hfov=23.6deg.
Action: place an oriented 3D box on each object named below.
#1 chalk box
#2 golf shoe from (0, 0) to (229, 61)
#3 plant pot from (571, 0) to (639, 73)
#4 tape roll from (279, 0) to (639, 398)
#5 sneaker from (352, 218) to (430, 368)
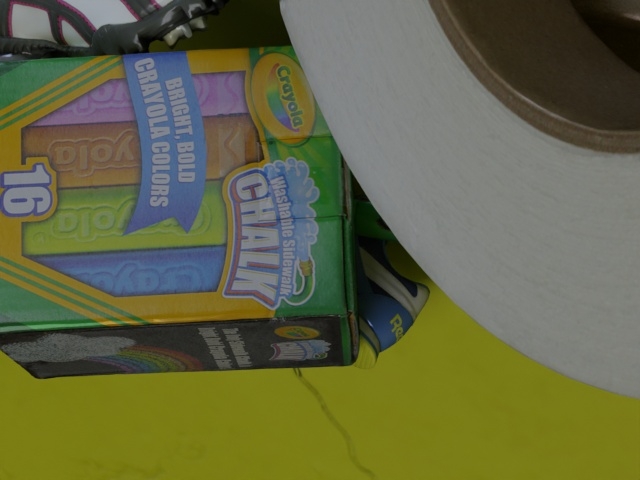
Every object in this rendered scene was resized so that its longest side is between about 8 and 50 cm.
[{"bbox_3d":[-0.043,-0.011,0.731,0.213,0.132,0.132,-3,166,0],"label":"chalk box"},{"bbox_3d":[-0.114,-0.142,0.753,0.273,0.105,0.120,-16,106,36],"label":"golf shoe"},{"bbox_3d":[0.135,-0.034,0.707,0.236,0.032,0.236,18,139,17],"label":"plant pot"},{"bbox_3d":[0.118,-0.137,0.521,0.392,0.072,0.392,20,117,48],"label":"tape roll"},{"bbox_3d":[0.000,0.000,0.825,0.144,0.059,0.053,51,163,11],"label":"sneaker"}]
